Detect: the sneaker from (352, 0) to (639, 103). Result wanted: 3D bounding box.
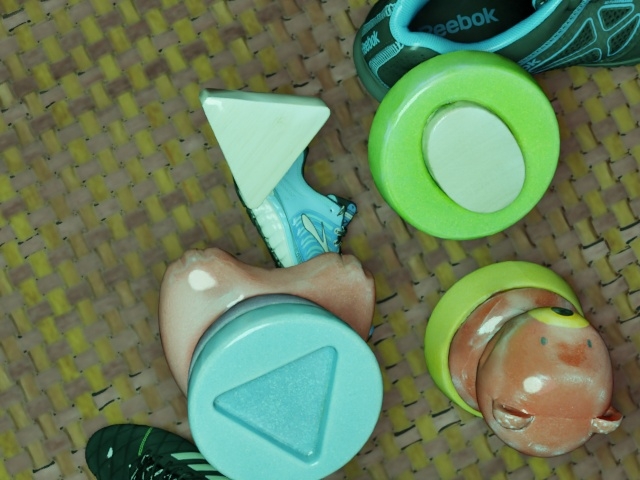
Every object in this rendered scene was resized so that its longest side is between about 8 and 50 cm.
[{"bbox_3d":[0.191,-0.179,1.164,0.341,0.139,0.125,-23,85,-4],"label":"sneaker"}]

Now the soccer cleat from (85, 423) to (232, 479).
[{"bbox_3d":[-0.093,0.178,1.162,0.179,0.072,0.060,26,86,16],"label":"soccer cleat"}]

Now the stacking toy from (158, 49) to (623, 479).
[{"bbox_3d":[0.052,0.032,1.086,0.309,0.130,0.279,-6,114,-11],"label":"stacking toy"}]

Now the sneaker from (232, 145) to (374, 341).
[{"bbox_3d":[0.000,0.000,1.190,0.073,0.063,0.162,-28,88,-6],"label":"sneaker"}]
